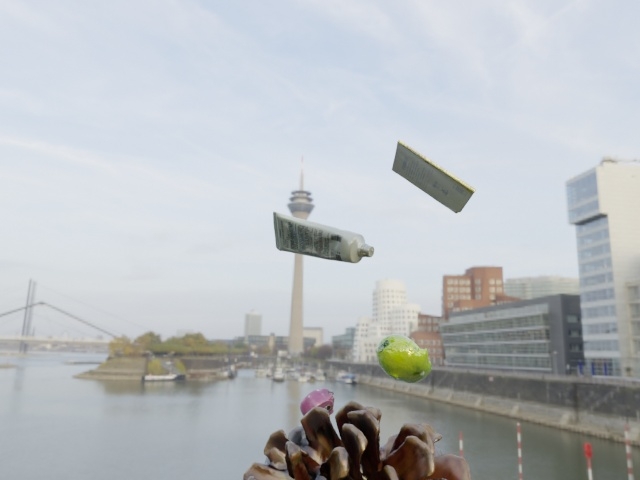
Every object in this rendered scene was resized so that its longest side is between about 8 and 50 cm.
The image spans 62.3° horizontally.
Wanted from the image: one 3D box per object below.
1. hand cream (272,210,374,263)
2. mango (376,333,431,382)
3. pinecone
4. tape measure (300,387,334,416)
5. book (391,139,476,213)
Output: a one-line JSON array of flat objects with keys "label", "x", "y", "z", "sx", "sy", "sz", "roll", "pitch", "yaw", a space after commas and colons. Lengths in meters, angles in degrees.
[{"label": "hand cream", "x": 0.000, "y": 0.000, "z": 1.472, "sx": 0.340, "sy": 0.125, "sz": 0.077, "roll": 13, "pitch": 29, "yaw": 36}, {"label": "mango", "x": 0.201, "y": 0.287, "z": 1.255, "sx": 0.119, "sy": 0.100, "sz": 0.178, "roll": 22, "pitch": -14, "yaw": 45}, {"label": "pinecone", "x": 0.038, "y": 0.413, "z": 0.837, "sx": 0.384, "sy": 0.385, "sz": 0.384, "roll": 2, "pitch": -12, "yaw": 0}, {"label": "tape measure", "x": -0.006, "y": 0.560, "z": 1.795, "sx": 0.125, "sy": 0.074, "sz": 0.118, "roll": -27, "pitch": -42, "yaw": -27}, {"label": "book", "x": 0.242, "y": -0.136, "z": 1.166, "sx": 0.192, "sy": 0.013, "sz": 0.168, "roll": 36, "pitch": -8, "yaw": 10}]
